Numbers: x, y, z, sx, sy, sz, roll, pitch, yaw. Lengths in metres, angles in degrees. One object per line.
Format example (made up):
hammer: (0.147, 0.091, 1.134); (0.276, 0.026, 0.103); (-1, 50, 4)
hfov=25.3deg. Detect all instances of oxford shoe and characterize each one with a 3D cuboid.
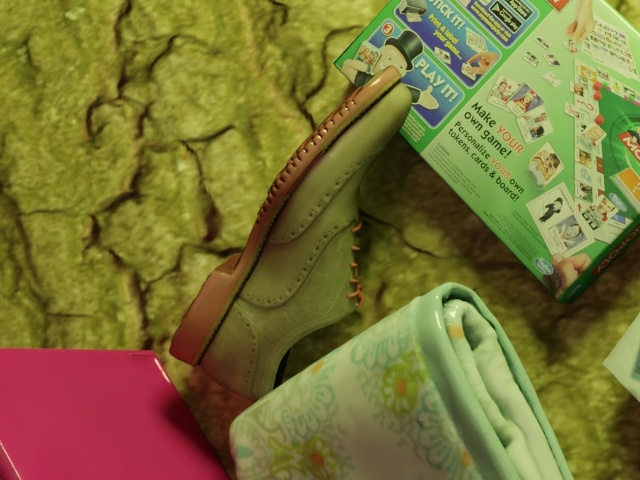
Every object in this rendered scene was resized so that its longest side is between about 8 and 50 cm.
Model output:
oxford shoe: (0.000, 0.000, 1.314); (0.130, 0.123, 0.348); (35, 113, 3)

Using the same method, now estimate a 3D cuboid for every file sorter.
file sorter: (-0.248, 0.234, 1.309); (0.182, 0.290, 0.202); (-43, 67, 19)

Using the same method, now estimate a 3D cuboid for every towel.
towel: (0.081, 0.263, 1.187); (0.320, 0.090, 0.375); (-35, 71, 41)

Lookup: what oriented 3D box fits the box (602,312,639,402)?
box: (0.330, 0.095, 1.095); (0.159, 0.044, 0.233); (-56, 28, 11)

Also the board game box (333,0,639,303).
board game box: (0.184, -0.129, 1.268); (0.213, 0.046, 0.317); (-47, 66, 14)
